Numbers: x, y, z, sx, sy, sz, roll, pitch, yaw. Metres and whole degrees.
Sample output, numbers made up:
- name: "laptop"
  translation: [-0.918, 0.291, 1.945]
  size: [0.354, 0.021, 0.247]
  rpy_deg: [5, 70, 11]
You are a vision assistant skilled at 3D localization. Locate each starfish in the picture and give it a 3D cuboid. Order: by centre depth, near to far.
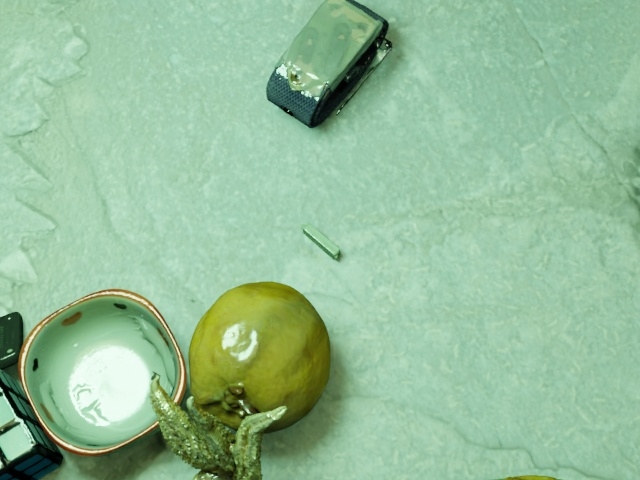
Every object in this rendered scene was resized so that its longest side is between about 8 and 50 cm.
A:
- name: "starfish"
  translation: [-0.159, 0.306, 1.667]
  size: [0.301, 0.293, 0.084]
  rpy_deg: [3, 37, 15]

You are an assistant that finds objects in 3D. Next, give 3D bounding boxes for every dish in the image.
- name: "dish"
  translation: [-0.323, 0.209, 1.782]
  size: [0.256, 0.117, 0.256]
  rpy_deg: [0, 72, 0]

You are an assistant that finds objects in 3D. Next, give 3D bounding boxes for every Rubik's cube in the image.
- name: "Rubik's cube"
  translation: [-0.502, 0.299, 1.733]
  size: [0.162, 0.160, 0.163]
  rpy_deg: [-33, 74, -10]

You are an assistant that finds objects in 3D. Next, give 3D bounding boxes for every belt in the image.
- name: "belt"
  translation: [0.020, -0.293, 1.929]
  size: [0.126, 0.139, 0.230]
  rpy_deg: [35, 74, 12]

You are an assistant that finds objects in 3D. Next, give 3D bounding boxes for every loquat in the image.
- name: "loquat"
  translation: [-0.090, 0.176, 1.739]
  size: [0.193, 0.238, 0.238]
  rpy_deg: [7, 71, 26]

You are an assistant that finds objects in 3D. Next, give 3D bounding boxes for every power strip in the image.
- name: "power strip"
  translation: [0.000, 0.000, 1.892]
  size: [0.083, 0.027, 0.017]
  rpy_deg: [42, 74, 13]

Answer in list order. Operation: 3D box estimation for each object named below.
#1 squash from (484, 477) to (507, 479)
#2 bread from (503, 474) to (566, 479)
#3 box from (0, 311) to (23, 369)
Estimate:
- name: "squash"
  translation: [0.278, 0.395, 1.729]
  size: [0.188, 0.095, 0.095]
  rpy_deg: [-8, 72, -7]
- name: "bread"
  translation: [0.295, 0.469, 1.660]
  size: [0.139, 0.077, 0.271]
  rpy_deg: [7, 98, 4]
- name: "box"
  translation: [-0.522, 0.167, 1.807]
  size: [0.126, 0.027, 0.125]
  rpy_deg: [-19, 32, -4]
